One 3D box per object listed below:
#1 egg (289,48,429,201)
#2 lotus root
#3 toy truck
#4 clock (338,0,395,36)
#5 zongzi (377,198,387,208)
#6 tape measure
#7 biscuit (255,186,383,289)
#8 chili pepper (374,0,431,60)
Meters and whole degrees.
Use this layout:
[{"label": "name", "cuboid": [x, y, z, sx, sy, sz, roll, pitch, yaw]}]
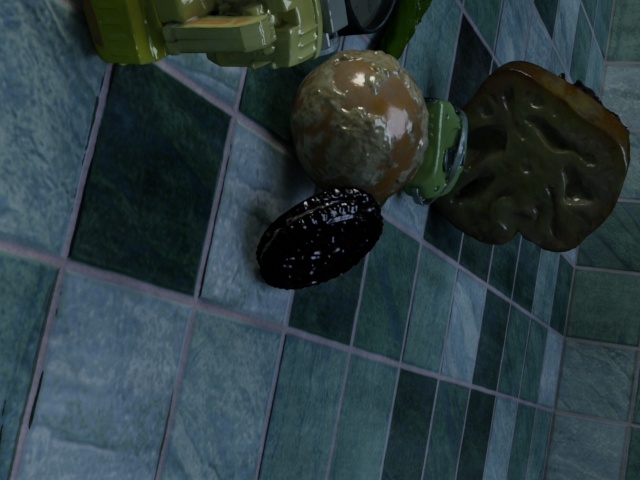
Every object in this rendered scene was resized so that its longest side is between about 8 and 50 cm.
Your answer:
[{"label": "egg", "cuboid": [0.055, -0.155, 1.326, 0.245, 0.203, 0.203, 82, 28, -48]}, {"label": "lotus root", "cuboid": [0.397, -0.159, 1.804, 0.111, 0.390, 0.375, -41, 122, -54]}, {"label": "toy truck", "cuboid": [-0.115, -0.225, 0.897, 0.157, 0.272, 0.124, -41, 131, -44]}, {"label": "clock", "cuboid": [0.059, -0.448, 1.404, 0.280, 0.055, 0.281, 8, 90, -67]}, {"label": "zongzi", "cuboid": [0.093, -0.090, 1.601, 0.154, 0.062, 0.130, -61, 170, -66]}, {"label": "tape measure", "cuboid": [0.214, -0.166, 1.736, 0.175, 0.106, 0.200, -13, 109, -59]}, {"label": "biscuit", "cuboid": [0.000, 0.000, 1.297, 0.053, 0.194, 0.194, 62, 12, 28]}, {"label": "chili pepper", "cuboid": [0.135, -0.338, 1.579, 0.085, 0.076, 0.359, 35, 57, -30]}]
